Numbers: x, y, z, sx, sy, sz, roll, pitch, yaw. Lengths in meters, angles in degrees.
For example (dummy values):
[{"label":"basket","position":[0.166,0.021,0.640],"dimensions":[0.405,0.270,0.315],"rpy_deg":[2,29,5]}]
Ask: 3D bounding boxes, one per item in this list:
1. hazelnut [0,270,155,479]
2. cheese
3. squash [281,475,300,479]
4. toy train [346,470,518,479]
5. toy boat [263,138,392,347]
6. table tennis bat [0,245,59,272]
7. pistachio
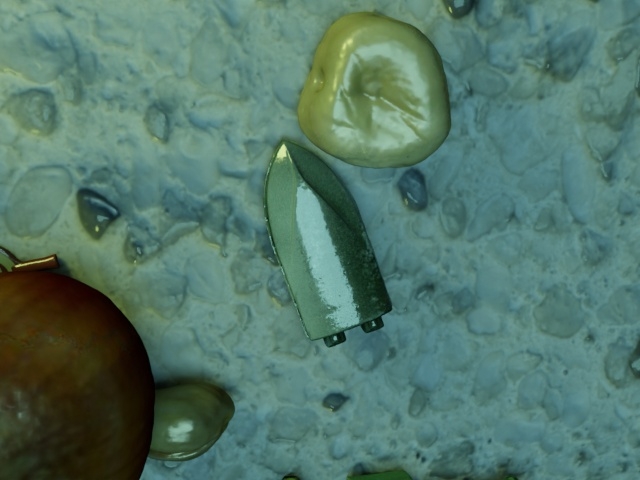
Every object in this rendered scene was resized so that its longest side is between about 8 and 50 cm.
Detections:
[{"label":"hazelnut","position":[-0.416,0.243,1.158],"dimensions":[0.358,0.359,0.410],"rpy_deg":[4,104,-12]},{"label":"cheese","position":[0.075,-0.198,1.209],"dimensions":[0.218,0.117,0.235],"rpy_deg":[-33,108,4]},{"label":"squash","position":[-0.018,0.491,1.445],"dimensions":[0.095,0.095,0.188],"rpy_deg":[-36,112,3]},{"label":"toy train","position":[0.229,0.506,1.476],"dimensions":[0.368,0.150,0.237],"rpy_deg":[-4,104,-11]},{"label":"toy boat","position":[0.000,0.000,1.281],"dimensions":[0.141,0.092,0.320],"rpy_deg":[-20,104,-2]},{"label":"table tennis bat","position":[-0.455,0.045,1.247],"dimensions":[0.154,0.019,0.098],"rpy_deg":[-12,111,-3]},{"label":"pistachio","position":[-0.224,0.275,1.322],"dimensions":[0.184,0.124,0.125],"rpy_deg":[2,109,-2]}]
